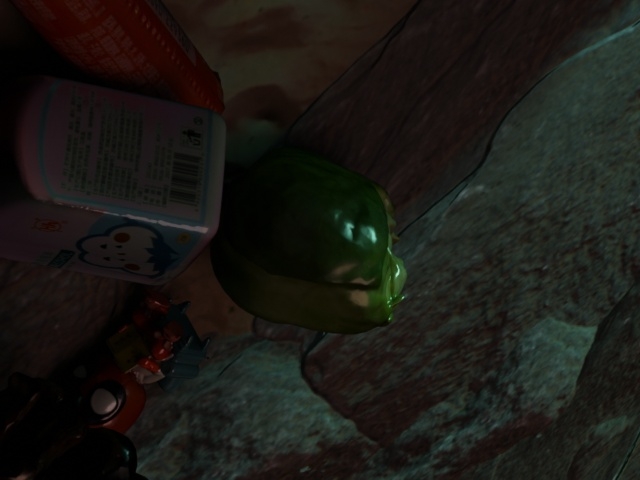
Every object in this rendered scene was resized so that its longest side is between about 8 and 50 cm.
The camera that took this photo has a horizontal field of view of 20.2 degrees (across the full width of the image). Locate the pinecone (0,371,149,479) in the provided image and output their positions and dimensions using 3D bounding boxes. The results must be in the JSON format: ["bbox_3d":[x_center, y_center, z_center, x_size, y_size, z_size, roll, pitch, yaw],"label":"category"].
[{"bbox_3d":[-0.253,0.216,1.233,0.298,0.242,0.296,-21,145,-40],"label":"pinecone"}]

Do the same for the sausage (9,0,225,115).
[{"bbox_3d":[-0.139,-0.142,1.090,0.074,0.074,0.274,-41,149,-2],"label":"sausage"}]

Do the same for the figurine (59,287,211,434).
[{"bbox_3d":[-0.150,0.103,1.381,0.140,0.068,0.075,-45,152,16],"label":"figurine"}]

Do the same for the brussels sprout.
[{"bbox_3d":[-0.008,-0.001,1.342,0.145,0.183,0.131,8,102,-4],"label":"brussels sprout"}]

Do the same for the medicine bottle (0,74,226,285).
[{"bbox_3d":[-0.163,-0.040,1.109,0.188,0.094,0.119,11,158,-18],"label":"medicine bottle"}]
